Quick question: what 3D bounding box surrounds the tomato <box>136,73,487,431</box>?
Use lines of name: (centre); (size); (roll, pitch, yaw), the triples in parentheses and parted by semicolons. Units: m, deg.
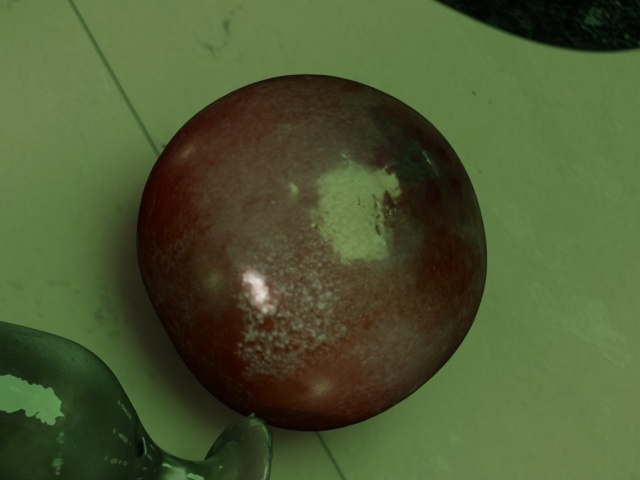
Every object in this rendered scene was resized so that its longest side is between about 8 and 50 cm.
tomato: (0.000, 0.000, 1.440); (0.270, 0.227, 0.270); (21, 50, -27)

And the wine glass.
wine glass: (-0.159, 0.136, 1.306); (0.241, 0.126, 0.126); (22, 52, -23)
